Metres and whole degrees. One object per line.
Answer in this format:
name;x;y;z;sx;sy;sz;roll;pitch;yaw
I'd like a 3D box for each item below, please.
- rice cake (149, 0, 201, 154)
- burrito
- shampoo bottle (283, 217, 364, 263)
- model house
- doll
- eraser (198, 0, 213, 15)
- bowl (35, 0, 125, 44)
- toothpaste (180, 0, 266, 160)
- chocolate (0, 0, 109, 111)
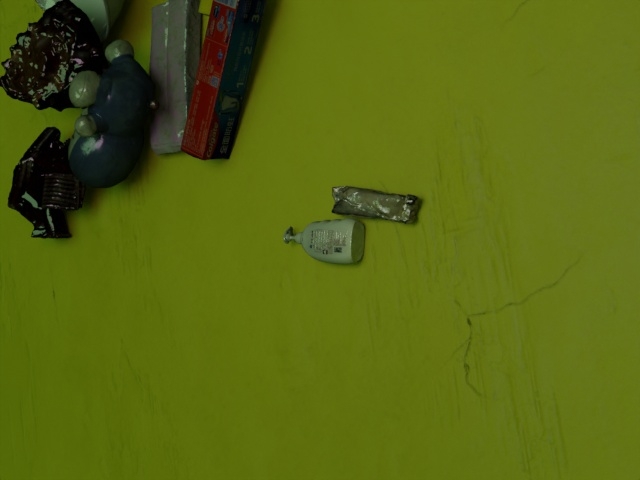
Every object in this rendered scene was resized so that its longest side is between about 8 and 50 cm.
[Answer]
rice cake;-0.272;-0.311;2.073;0.106;0.050;0.298;-5;84;36
burrito;0.085;-0.060;1.806;0.171;0.042;0.051;9;90;32
shampoo bottle;0.000;0.000;1.856;0.151;0.045;0.077;2;89;33
model house;-0.532;-0.097;2.212;0.164;0.141;0.203;30;125;13
doll;-0.395;-0.221;2.062;0.154;0.228;0.258;29;130;-3
eraser;-0.155;-0.446;2.004;0.122;0.045;0.097;22;98;34
bowl;-0.461;-0.547;2.147;0.313;0.146;0.313;38;152;24
toothpaste;-0.171;-0.301;1.952;0.066;0.076;0.321;28;111;32
chocolate;-0.534;-0.340;2.132;0.224;0.177;0.206;41;145;29
